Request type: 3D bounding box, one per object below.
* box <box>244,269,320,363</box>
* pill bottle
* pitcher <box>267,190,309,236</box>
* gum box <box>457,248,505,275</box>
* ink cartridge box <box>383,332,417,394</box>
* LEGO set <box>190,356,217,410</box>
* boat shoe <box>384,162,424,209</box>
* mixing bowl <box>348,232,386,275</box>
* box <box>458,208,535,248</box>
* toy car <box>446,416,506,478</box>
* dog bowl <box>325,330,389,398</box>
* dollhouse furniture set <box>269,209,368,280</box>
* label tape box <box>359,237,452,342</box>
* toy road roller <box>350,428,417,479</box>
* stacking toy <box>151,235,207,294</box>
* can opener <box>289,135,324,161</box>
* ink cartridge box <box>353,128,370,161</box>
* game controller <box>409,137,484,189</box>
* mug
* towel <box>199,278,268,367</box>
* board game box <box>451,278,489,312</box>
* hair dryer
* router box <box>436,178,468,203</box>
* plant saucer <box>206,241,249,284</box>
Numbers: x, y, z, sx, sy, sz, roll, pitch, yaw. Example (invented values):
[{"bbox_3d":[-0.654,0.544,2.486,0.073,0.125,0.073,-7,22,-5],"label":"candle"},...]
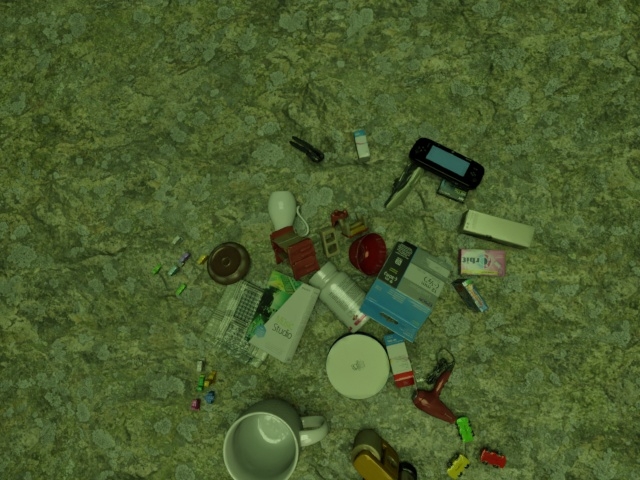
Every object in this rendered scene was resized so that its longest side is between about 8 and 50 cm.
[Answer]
[{"bbox_3d":[-0.160,0.307,1.802,0.232,0.058,0.322,19,82,34],"label":"box"},{"bbox_3d":[0.092,0.231,1.826,0.160,0.160,0.283,-44,83,0],"label":"pill bottle"},{"bbox_3d":[-0.140,-0.112,1.914,0.178,0.125,0.207,-4,94,-15],"label":"pitcher"},{"bbox_3d":[0.678,0.093,1.834,0.188,0.062,0.107,2,85,6],"label":"gum box"},{"bbox_3d":[0.321,0.499,1.748,0.078,0.134,0.231,-15,57,6],"label":"ink cartridge box"},{"bbox_3d":[-0.498,0.625,1.875,0.087,0.093,0.227,4,84,6],"label":"LEGO set"},{"bbox_3d":[0.349,-0.233,1.899,0.079,0.084,0.233,38,92,29],"label":"boat shoe"},{"bbox_3d":[0.185,0.056,1.849,0.098,0.181,0.181,3,82,50],"label":"mixing bowl"},{"bbox_3d":[0.727,-0.045,1.821,0.275,0.113,0.094,16,87,8],"label":"box"},{"bbox_3d":[0.602,0.823,1.773,0.239,0.053,0.225,-16,83,3],"label":"toy car"},{"bbox_3d":[0.155,0.514,1.820,0.265,0.104,0.264,-1,84,5],"label":"dog bowl"},{"bbox_3d":[0.000,0.000,1.839,0.374,0.201,0.152,-23,118,-18],"label":"dollhouse furniture set"},{"bbox_3d":[0.344,0.191,1.759,0.249,0.115,0.347,30,57,7],"label":"label tape box"},{"bbox_3d":[0.215,0.950,1.727,0.329,0.202,0.240,45,100,6],"label":"toy road roller"},{"bbox_3d":[-0.633,0.108,1.961,0.167,0.052,0.221,37,89,8],"label":"stacking toy"},{"bbox_3d":[-0.061,-0.412,1.959,0.186,0.073,0.059,40,97,17],"label":"can opener"},{"bbox_3d":[0.181,-0.411,1.919,0.052,0.088,0.122,-13,83,4],"label":"ink cartridge box"},{"bbox_3d":[0.537,-0.330,1.863,0.319,0.067,0.166,29,63,9],"label":"game controller"},{"bbox_3d":[-0.153,0.756,1.711,0.374,0.328,0.276,-11,84,4],"label":"mug"},{"bbox_3d":[-0.329,0.354,1.906,0.312,0.056,0.324,26,88,7],"label":"towel"},{"bbox_3d":[0.597,0.218,1.759,0.035,0.201,0.136,-32,82,1],"label":"board game box"},{"bbox_3d":[0.478,0.609,1.791,0.224,0.080,0.293,-18,83,4],"label":"hair dryer"},{"bbox_3d":[0.575,-0.225,1.888,0.122,0.038,0.092,23,87,7],"label":"router box"},{"bbox_3d":[-0.412,0.096,1.931,0.199,0.036,0.198,-2,73,7],"label":"plant saucer"}]
